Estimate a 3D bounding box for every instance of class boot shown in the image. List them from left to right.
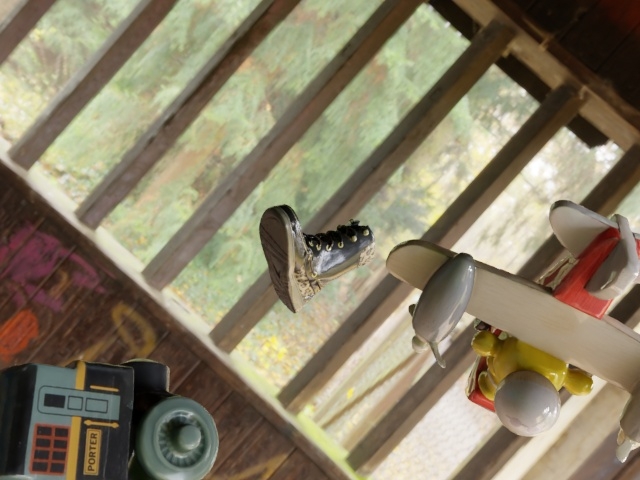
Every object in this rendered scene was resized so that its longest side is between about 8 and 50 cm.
[{"bbox_3d":[-0.001,0.000,1.163,0.085,0.179,0.236,45,-25,35],"label":"boot"}]

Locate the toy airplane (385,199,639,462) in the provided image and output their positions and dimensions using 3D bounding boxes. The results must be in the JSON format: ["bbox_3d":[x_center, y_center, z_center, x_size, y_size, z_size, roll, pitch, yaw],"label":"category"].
[{"bbox_3d":[0.320,0.138,0.976,0.386,0.272,0.384,-4,-48,36],"label":"toy airplane"}]

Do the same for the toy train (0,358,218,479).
[{"bbox_3d":[-0.193,0.252,0.569,0.190,0.142,0.333,18,58,-36],"label":"toy train"}]
